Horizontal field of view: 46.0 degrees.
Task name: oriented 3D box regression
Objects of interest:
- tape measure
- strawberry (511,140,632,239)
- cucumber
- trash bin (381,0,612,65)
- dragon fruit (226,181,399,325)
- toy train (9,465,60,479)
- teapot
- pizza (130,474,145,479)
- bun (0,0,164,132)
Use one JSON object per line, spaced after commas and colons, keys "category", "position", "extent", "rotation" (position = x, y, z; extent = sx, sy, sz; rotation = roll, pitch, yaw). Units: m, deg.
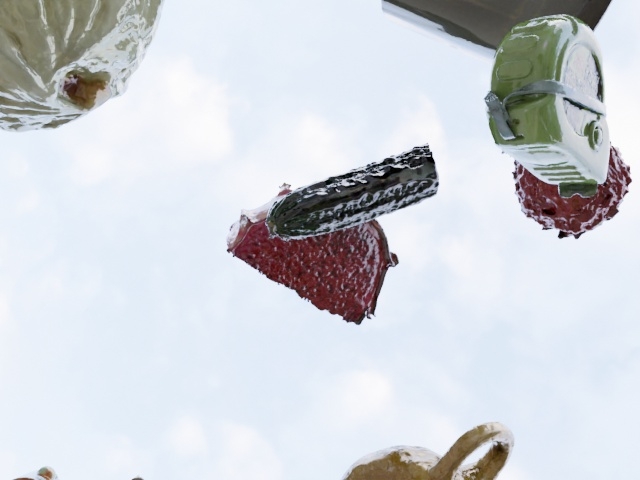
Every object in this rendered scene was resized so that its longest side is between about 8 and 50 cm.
{"category": "tape measure", "position": [0.222, -0.139, 0.737], "extent": [0.088, 0.177, 0.154], "rotation": [5, -100, 41]}
{"category": "strawberry", "position": [0.399, -0.120, 1.245], "extent": [0.190, 0.111, 0.236], "rotation": [-28, -90, 19]}
{"category": "cucumber", "position": [0.044, -0.056, 0.925], "extent": [0.077, 0.265, 0.077], "rotation": [44, -35, 44]}
{"category": "trash bin", "position": [0.223, -0.316, 0.916], "extent": [0.250, 0.220, 0.219], "rotation": [24, -81, 9]}
{"category": "dragon fruit", "position": [0.000, -0.009, 1.042], "extent": [0.161, 0.274, 0.126], "rotation": [-49, -144, 12]}
{"category": "toy train", "position": [-0.424, 0.394, 1.038], "extent": [0.116, 0.285, 0.177], "rotation": [32, -110, -4]}
{"category": "teapot", "position": [0.124, 0.323, 0.835], "extent": [0.203, 0.167, 0.311], "rotation": [42, -69, 44]}
{"category": "pizza", "position": [-0.035, 0.203, 0.393], "extent": [0.194, 0.069, 0.154], "rotation": [-1, -115, -3]}
{"category": "bun", "position": [-0.221, -0.163, 0.610], "extent": [0.220, 0.220, 0.134], "rotation": [-38, -105, 26]}
